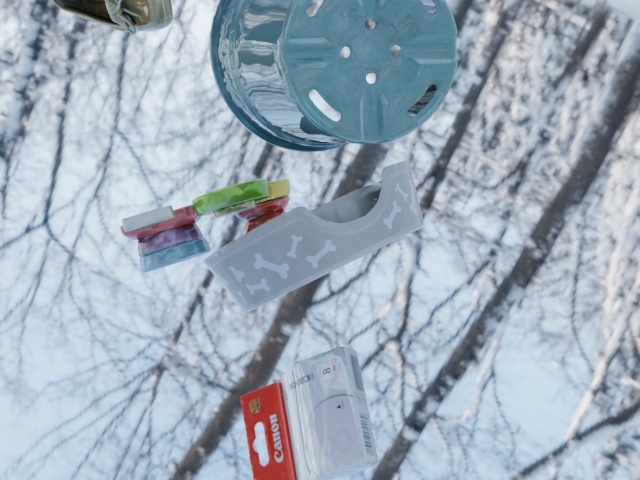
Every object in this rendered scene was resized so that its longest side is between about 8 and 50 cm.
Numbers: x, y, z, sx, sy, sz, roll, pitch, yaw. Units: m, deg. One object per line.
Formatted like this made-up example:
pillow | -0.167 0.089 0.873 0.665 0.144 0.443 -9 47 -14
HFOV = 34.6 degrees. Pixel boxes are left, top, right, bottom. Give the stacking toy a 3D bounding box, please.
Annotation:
stacking toy | -0.189 -0.007 1.786 0.309 0.130 0.279 -17 180 2

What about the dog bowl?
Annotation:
dog bowl | 0.000 0.000 1.561 0.102 0.348 0.349 64 -159 3

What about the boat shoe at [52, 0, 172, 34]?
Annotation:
boat shoe | -0.351 -0.400 1.736 0.089 0.105 0.285 -25 -153 -34

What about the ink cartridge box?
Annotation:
ink cartridge box | -0.032 0.291 1.608 0.066 0.232 0.189 34 -140 -56

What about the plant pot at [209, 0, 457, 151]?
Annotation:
plant pot | 0.028 -0.283 1.532 0.341 0.341 0.334 21 -174 -18
